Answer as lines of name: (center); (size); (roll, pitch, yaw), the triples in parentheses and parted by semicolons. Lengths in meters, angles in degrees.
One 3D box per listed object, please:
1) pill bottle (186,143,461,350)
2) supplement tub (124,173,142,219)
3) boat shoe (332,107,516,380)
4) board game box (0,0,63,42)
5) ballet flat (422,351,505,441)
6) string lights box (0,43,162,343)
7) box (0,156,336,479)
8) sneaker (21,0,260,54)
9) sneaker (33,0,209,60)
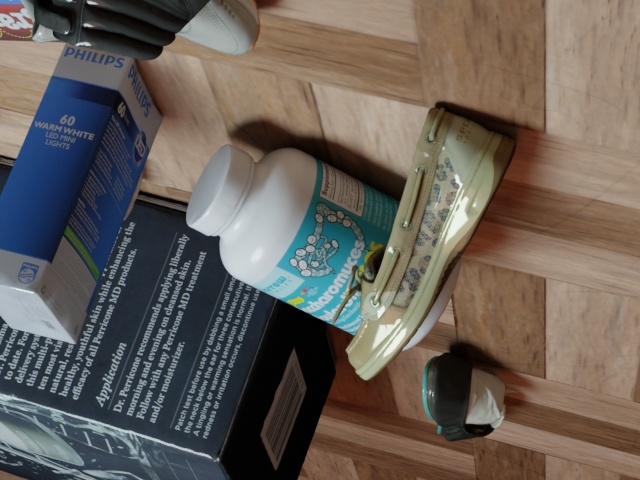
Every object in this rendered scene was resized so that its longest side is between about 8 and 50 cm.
pill bottle: (0.000, 0.000, 1.633); (0.264, 0.146, 0.146); (26, 158, -19)
supplement tub: (-0.257, -0.069, 1.788); (0.107, 0.071, 0.071); (19, 159, 3)
boat shoe: (0.084, 0.005, 1.507); (0.089, 0.104, 0.285); (28, 116, 1)
board game box: (-0.317, -0.233, 1.490); (0.281, 0.027, 0.145); (6, 157, 31)
ballet flat: (0.190, 0.202, 2.073); (0.096, 0.095, 0.280); (4, 167, 10)
string lights box: (-0.241, -0.046, 1.562); (0.077, 0.259, 0.133); (13, 158, 14)
box: (-0.261, 0.149, 2.035); (0.472, 0.297, 0.480); (16, 159, 13)
sneaker: (-0.179, -0.199, 1.325); (0.262, 0.121, 0.099); (24, 159, -14)
sneaker: (-0.202, -0.234, 1.192); (0.296, 0.147, 0.104); (27, -166, -25)
